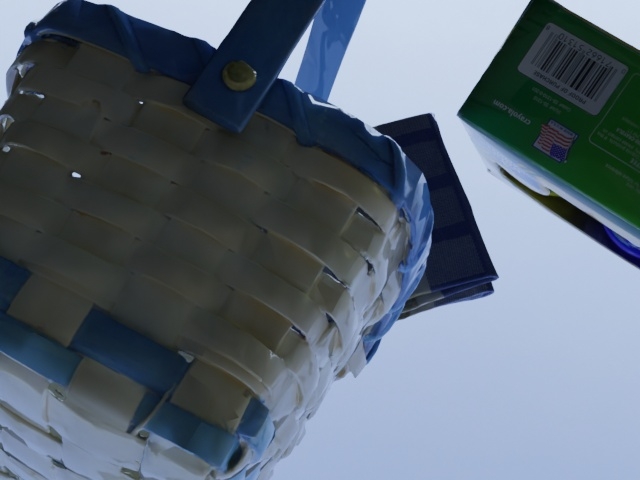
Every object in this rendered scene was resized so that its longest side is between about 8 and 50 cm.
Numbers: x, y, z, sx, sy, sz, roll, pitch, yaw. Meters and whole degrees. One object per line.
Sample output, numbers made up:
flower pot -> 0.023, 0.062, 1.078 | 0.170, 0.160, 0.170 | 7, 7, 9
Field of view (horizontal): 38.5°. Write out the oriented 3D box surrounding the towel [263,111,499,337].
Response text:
towel -> 0.000, 0.000, 0.854 | 0.285, 0.034, 0.209 | -17, -119, 1

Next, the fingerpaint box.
fingerpaint box -> 0.395, -0.050, 1.043 | 0.445, 0.371, 0.163 | 35, -85, 15

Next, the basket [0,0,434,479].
basket -> -0.048, -0.017, 0.436 | 0.201, 0.255, 0.289 | 30, -124, 5
